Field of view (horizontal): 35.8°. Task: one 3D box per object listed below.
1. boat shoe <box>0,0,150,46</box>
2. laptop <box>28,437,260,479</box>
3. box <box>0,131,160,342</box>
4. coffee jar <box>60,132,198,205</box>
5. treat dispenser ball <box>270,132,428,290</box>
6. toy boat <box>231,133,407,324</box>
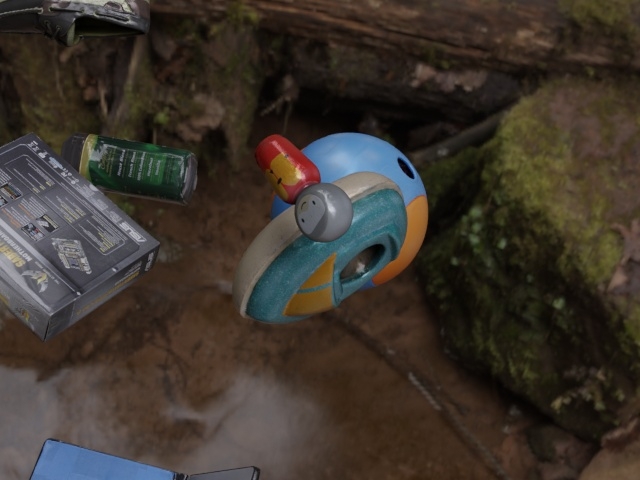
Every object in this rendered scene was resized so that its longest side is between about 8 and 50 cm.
[{"bbox_3d":[-0.339,-0.299,1.334,0.223,0.080,0.073,-8,76,-7],"label":"boat shoe"},{"bbox_3d":[-0.329,0.504,1.511,0.236,0.408,0.382,27,63,-22],"label":"laptop"},{"bbox_3d":[-0.337,-0.010,1.183,0.231,0.056,0.183,39,45,12],"label":"box"},{"bbox_3d":[-0.272,-0.102,1.406,0.184,0.096,0.079,9,86,2],"label":"coffee jar"},{"bbox_3d":[0.052,-0.050,1.801,0.288,0.288,0.288,5,45,-5],"label":"treat dispenser ball"},{"bbox_3d":[0.000,0.000,1.241,0.267,0.318,0.148,-36,62,-8],"label":"toy boat"}]
